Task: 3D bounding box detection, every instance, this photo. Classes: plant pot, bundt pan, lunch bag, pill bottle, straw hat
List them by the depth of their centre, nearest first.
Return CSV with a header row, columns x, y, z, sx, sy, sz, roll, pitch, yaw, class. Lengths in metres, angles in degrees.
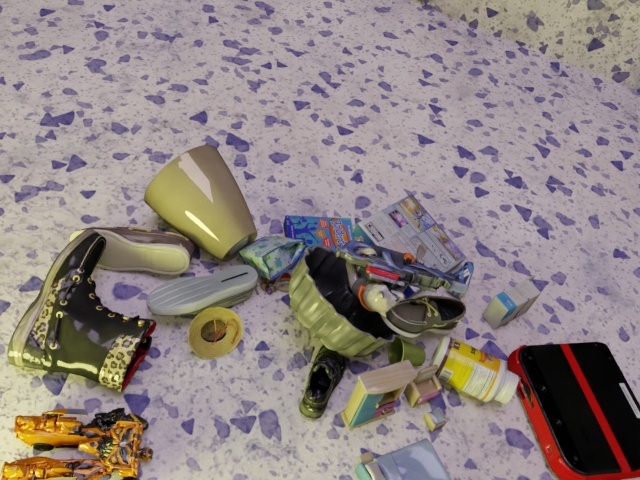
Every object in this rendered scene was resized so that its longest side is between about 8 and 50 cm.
x,y,z,sx,sy,sz,roll,pitch,yaw,class
-0.276,0.229,1.585,0.144,0.144,0.061,-14,16,-25,straw hat
0.046,0.172,1.612,0.331,0.124,0.331,37,22,-17,bundt pan
0.400,0.344,1.624,0.215,0.117,0.117,25,48,7,pill bottle
0.235,0.305,1.650,0.079,0.083,0.083,12,47,-20,plant pot
-0.130,0.037,1.743,0.151,0.096,0.129,-36,30,-31,lunch bag
-0.313,-0.082,1.753,0.256,0.256,0.274,-33,78,-34,plant pot

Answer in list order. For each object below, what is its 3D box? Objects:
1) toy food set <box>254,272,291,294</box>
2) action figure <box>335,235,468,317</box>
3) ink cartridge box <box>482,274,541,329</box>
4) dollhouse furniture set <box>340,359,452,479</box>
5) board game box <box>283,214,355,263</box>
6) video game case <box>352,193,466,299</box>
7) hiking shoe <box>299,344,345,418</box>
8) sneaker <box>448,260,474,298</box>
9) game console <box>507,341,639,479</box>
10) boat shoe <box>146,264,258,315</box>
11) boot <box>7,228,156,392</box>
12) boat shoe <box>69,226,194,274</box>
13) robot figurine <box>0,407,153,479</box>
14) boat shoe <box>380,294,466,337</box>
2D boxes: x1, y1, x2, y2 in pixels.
x,y,z,sx,sy,sz,roll,pitch,yaw,class
-0.130,0.115,1.753,0.122,0.019,0.078,-11,53,-23,toy food set
0.200,0.103,1.618,0.341,0.178,0.330,20,25,8,action figure
0.573,0.180,1.820,0.180,0.104,0.060,-21,58,-28,ink cartridge box
0.230,0.456,1.429,0.286,0.198,0.303,-12,54,-23,dollhouse furniture set
0.000,0.000,1.868,0.210,0.047,0.160,2,49,-14,board game box
0.272,0.014,1.890,0.244,0.061,0.269,-28,72,-32,video game case
0.018,0.327,1.542,0.086,0.114,0.227,19,48,2,hiking shoe
0.425,0.110,1.879,0.059,0.053,0.144,23,47,9,sneaker
0.709,0.449,1.664,0.342,0.060,0.386,2,50,-20,game console
-0.302,0.150,1.626,0.302,0.094,0.109,-13,45,-25,boat shoe
-0.539,0.170,1.510,0.284,0.138,0.377,19,56,2,boot
-0.508,0.015,1.686,0.324,0.116,0.097,8,30,0,boat shoe
-0.507,0.450,1.320,0.291,0.085,0.211,4,50,-11,robot figurine
0.281,0.194,1.661,0.305,0.091,0.109,8,41,-45,boat shoe
